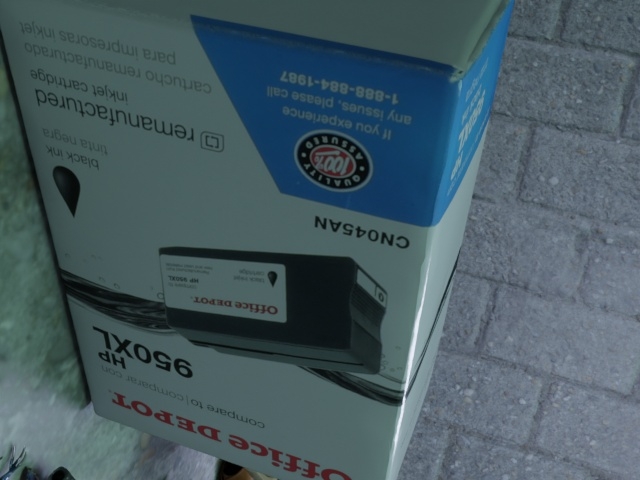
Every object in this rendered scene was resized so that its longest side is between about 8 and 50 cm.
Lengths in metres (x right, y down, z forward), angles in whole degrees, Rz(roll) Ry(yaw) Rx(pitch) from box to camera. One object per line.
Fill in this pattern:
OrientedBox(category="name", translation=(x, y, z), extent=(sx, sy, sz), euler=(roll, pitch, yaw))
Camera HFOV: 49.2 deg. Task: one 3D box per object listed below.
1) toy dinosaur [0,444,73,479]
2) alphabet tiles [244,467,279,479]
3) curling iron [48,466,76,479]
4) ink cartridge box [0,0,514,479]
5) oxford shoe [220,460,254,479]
OrientedBox(category="toy dinosaur", translation=(-0.238, 0.186, 0.525), extent=(0.090, 0.047, 0.082), euler=(-27, 150, -27))
OrientedBox(category="alphabet tiles", translation=(-0.026, 0.275, 0.862), extent=(0.011, 0.342, 0.285), euler=(-45, 166, 3))
OrientedBox(category="curling iron", translation=(-0.214, 0.274, 0.678), extent=(0.274, 0.035, 0.068), euler=(84, 15, -53))
OrientedBox(category="ink cartridge box", translation=(-0.043, -0.002, 0.542), extent=(0.166, 0.286, 0.394), euler=(-58, 157, -48))
OrientedBox(category="oxford shoe", translation=(-0.130, 0.380, 1.094), extent=(0.076, 0.076, 0.212), euler=(5, 103, -46))
